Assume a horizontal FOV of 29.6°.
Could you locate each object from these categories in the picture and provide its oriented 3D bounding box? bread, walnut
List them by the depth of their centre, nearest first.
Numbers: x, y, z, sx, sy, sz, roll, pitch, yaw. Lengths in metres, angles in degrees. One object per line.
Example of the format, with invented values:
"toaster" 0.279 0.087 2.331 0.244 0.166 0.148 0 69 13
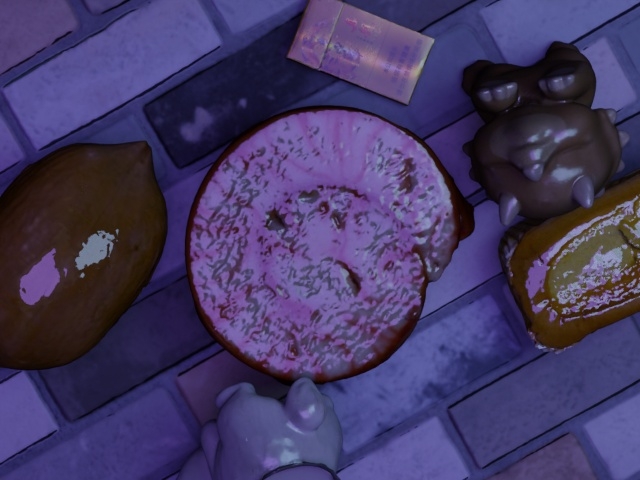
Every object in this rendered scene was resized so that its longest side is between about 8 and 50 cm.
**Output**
"walnut" -0.277 0.013 1.346 0.203 0.203 0.298 41 89 -5
"bread" -0.004 0.000 1.395 0.295 0.114 0.327 33 94 -5
"bread" 0.350 0.008 1.412 0.288 0.119 0.152 -24 99 0

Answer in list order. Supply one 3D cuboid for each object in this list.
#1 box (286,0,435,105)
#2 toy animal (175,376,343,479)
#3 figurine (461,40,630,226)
"box" 0.047 -0.225 1.423 0.156 0.022 0.089 23 93 -4
"toy animal" -0.105 0.293 1.384 0.325 0.154 0.208 -35 128 6
"figurine" 0.245 -0.110 1.345 0.177 0.247 0.173 -14 106 0
